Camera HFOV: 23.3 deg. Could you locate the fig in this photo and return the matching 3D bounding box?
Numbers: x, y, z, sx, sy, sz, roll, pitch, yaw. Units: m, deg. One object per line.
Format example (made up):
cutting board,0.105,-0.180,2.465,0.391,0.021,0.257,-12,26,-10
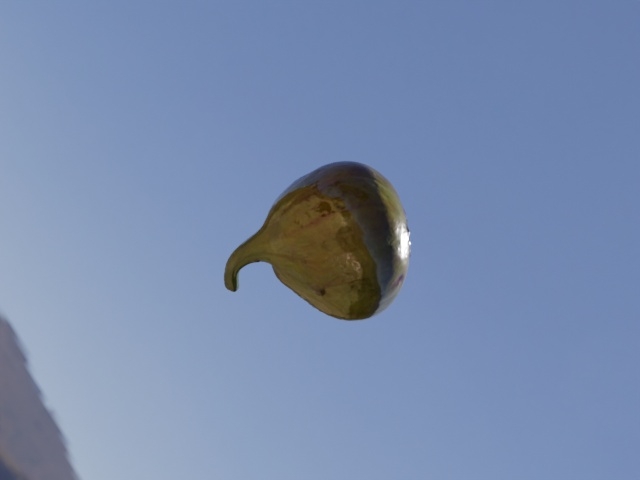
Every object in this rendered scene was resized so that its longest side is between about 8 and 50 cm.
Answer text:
fig,0.000,0.000,0.840,0.084,0.098,0.082,112,-29,-56
